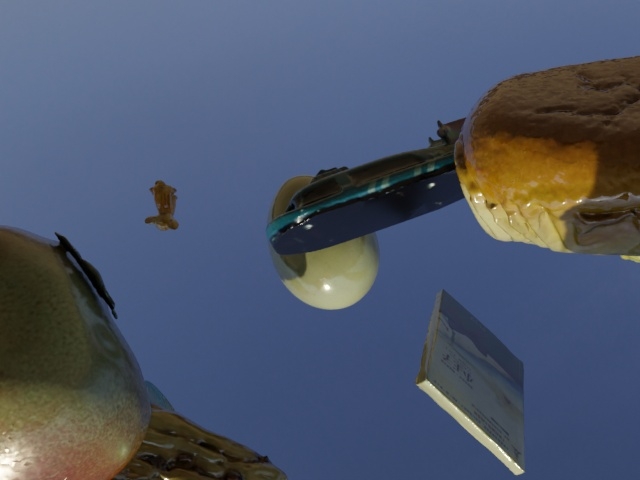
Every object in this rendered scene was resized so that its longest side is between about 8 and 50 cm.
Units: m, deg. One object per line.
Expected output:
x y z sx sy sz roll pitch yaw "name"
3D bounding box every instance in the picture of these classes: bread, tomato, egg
0.336 -0.090 0.691 0.389 0.183 0.236 -8 -133 18 "bread"
-0.322 0.126 0.697 0.304 0.239 0.303 13 -133 -14 "tomato"
0.000 0.000 1.214 0.189 0.188 0.253 -27 -104 -5 "egg"
-0.271 0.372 0.967 0.314 0.370 0.191 -46 -161 30 "bread"

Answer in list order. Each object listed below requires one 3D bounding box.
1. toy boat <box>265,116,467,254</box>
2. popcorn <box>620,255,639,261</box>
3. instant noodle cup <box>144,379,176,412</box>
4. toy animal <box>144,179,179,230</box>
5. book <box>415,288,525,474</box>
0.065 -0.073 0.900 0.299 0.134 0.092 -18 -106 -8 "toy boat"
0.534 -0.059 0.981 0.250 0.241 0.235 14 -134 35 "popcorn"
-0.367 0.405 1.266 0.233 0.207 0.207 -34 -137 -7 "instant noodle cup"
-0.282 -0.057 1.232 0.061 0.081 0.083 2 -124 -4 "toy animal"
0.239 0.203 1.058 0.026 0.201 0.289 -44 -174 26 "book"
